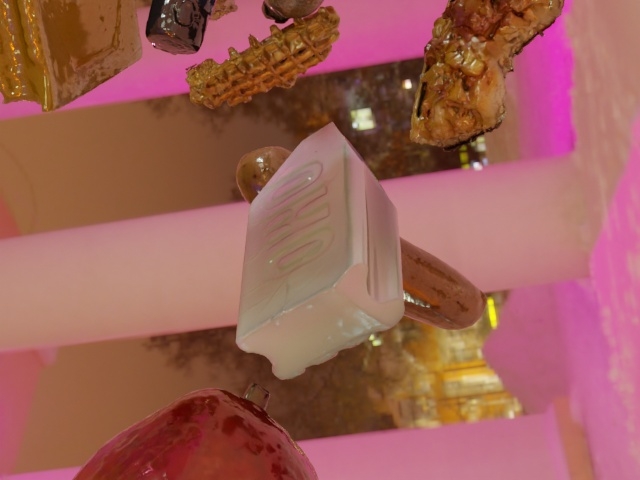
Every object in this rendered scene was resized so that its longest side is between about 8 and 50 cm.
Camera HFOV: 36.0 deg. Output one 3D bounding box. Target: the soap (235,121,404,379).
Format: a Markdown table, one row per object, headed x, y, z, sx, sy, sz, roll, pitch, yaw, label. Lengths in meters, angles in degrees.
| x | y | z | sx | sy | sz | roll | pitch | yaw | label |
| --- | --- | --- | --- | --- | --- | --- | --- | --- | --- |
| 0.000 | 0.000 | 1.360 | 0.115 | 0.208 | 0.347 | 44 | -150 | -32 | soap |

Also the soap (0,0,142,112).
| x | y | z | sx | sy | sz | roll | pitch | yaw | label |
| --- | --- | --- | --- | --- | --- | --- | --- | --- | --- |
| -0.307 | -0.328 | 1.142 | 0.199 | 0.091 | 0.315 | -49 | -33 | -49 | soap |

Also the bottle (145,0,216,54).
| x | y | z | sx | sy | sz | roll | pitch | yaw | label |
| --- | --- | --- | --- | --- | --- | --- | --- | --- | --- |
| -0.139 | -0.325 | 1.106 | 0.082 | 0.072 | 0.244 | -22 | 53 | 62 | bottle |

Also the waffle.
| x | y | z | sx | sy | sz | roll | pitch | yaw | label |
| --- | --- | --- | --- | --- | --- | --- | --- | --- | --- |
| -0.072 | -0.221 | 1.218 | 0.046 | 0.192 | 0.160 | 67 | 155 | 14 | waffle |

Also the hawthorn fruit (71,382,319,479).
| x | y | z | sx | sy | sz | roll | pitch | yaw | label |
| --- | --- | --- | --- | --- | --- | --- | --- | --- | --- |
| -0.108 | 0.262 | 0.884 | 0.265 | 0.265 | 0.307 | 73 | -150 | -57 | hawthorn fruit |

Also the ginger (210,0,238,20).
| x | y | z | sx | sy | sz | roll | pitch | yaw | label |
| --- | --- | --- | --- | --- | --- | --- | --- | --- | --- |
| -0.161 | -0.417 | 1.394 | 0.270 | 0.123 | 0.218 | -113 | 10 | -67 | ginger |

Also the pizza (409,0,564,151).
| x | y | z | sx | sy | sz | roll | pitch | yaw | label |
| --- | --- | --- | --- | --- | --- | --- | --- | --- | --- |
| 0.163 | -0.221 | 1.014 | 0.161 | 0.086 | 0.305 | -107 | 37 | -51 | pizza |

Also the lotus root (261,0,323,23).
| x | y | z | sx | sy | sz | roll | pitch | yaw | label |
| --- | --- | --- | --- | --- | --- | --- | --- | --- | --- |
| -0.025 | -0.317 | 1.123 | 0.192 | 0.088 | 0.113 | 120 | 144 | -57 | lotus root |

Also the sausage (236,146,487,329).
| x | y | z | sx | sy | sz | roll | pitch | yaw | label |
| --- | --- | --- | --- | --- | --- | --- | --- | --- | --- |
| 0.062 | 0.011 | 1.719 | 0.136 | 0.501 | 0.123 | -55 | 1 | -4 | sausage |
